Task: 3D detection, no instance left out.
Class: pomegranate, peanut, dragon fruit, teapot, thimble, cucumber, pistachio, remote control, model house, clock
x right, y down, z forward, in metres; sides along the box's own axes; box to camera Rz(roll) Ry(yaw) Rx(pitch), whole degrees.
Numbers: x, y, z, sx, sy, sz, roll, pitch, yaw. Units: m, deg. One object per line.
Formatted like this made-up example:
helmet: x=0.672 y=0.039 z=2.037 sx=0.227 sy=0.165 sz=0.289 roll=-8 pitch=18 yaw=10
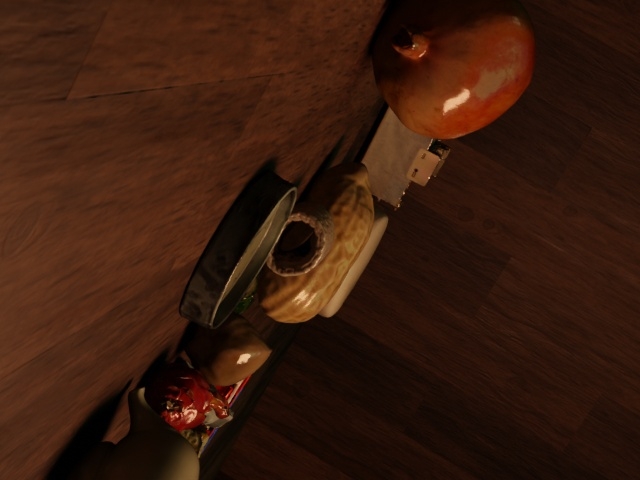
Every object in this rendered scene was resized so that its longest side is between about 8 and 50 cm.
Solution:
pomegranate: x=0.191 y=-0.282 z=1.610 sx=0.270 sy=0.229 sz=0.252 roll=-9 pitch=143 yaw=-53
peanut: x=0.000 y=0.000 z=1.856 sx=0.325 sy=0.140 sz=0.153 roll=-62 pitch=-165 yaw=-23
dragon fruit: x=-0.183 y=0.217 z=1.453 sx=0.094 sy=0.094 sz=0.190 roll=-60 pitch=159 yaw=2
teapot: x=-0.254 y=0.351 z=1.294 sx=0.220 sy=0.149 sz=0.318 roll=-67 pitch=-177 yaw=-60
thimble: x=-0.035 y=-0.003 z=1.683 sx=0.115 sy=0.102 sz=0.090 roll=-30 pitch=-176 yaw=17
cucumber: x=-0.125 y=0.094 z=1.734 sx=0.067 sy=0.035 sz=0.107 roll=-58 pitch=177 yaw=-28
pistachio: x=-0.133 y=0.155 z=1.547 sx=0.185 sy=0.126 sz=0.108 roll=119 pitch=-29 yaw=-85
remote control: x=-0.184 y=0.242 z=1.648 sx=0.052 sy=0.104 sz=0.247 roll=-39 pitch=170 yaw=-8
model house: x=0.201 y=-0.222 z=2.364 sx=0.271 sy=0.178 sz=0.206 roll=-65 pitch=174 yaw=26
clock: x=-0.104 y=0.014 z=1.393 sx=0.226 sy=0.049 sz=0.226 roll=-57 pitch=174 yaw=-9

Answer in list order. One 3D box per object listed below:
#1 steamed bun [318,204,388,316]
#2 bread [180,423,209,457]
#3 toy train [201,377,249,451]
steamed bun: x=0.021 y=0.018 z=2.067 sx=0.241 sy=0.146 sz=0.164 roll=-59 pitch=169 yaw=-1
bread: x=-0.221 y=0.309 z=1.652 sx=0.156 sy=0.103 sz=0.110 roll=-54 pitch=173 yaw=29
toy train: x=-0.191 y=0.270 z=1.849 sx=0.204 sy=0.083 sz=0.131 roll=-55 pitch=174 yaw=-23
